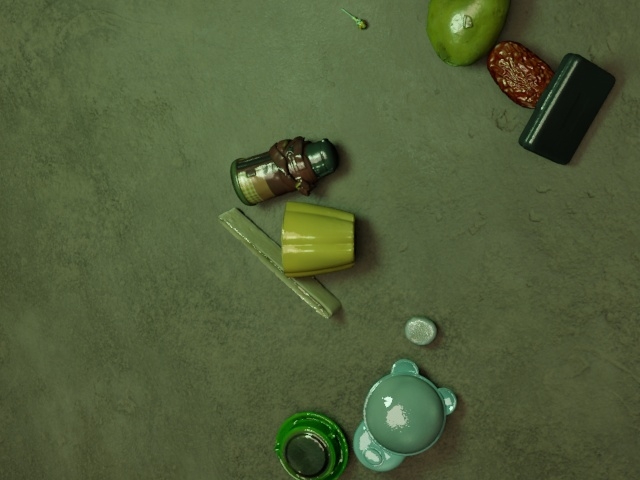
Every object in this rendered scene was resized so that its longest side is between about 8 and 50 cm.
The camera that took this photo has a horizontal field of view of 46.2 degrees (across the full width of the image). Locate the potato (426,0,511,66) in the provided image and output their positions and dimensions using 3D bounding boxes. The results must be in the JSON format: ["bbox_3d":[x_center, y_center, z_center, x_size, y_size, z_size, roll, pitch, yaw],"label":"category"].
[{"bbox_3d":[0.337,-0.527,1.720,0.186,0.148,0.253,11,93,17],"label":"potato"}]

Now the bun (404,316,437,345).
[{"bbox_3d":[0.256,0.230,1.913,0.083,0.045,0.083,2,99,14],"label":"bun"}]

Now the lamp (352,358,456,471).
[{"bbox_3d":[0.196,0.459,1.911,0.209,0.147,0.284,38,108,6],"label":"lamp"}]

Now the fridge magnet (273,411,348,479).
[{"bbox_3d":[-0.026,0.565,2.027,0.208,0.088,0.208,3,99,17],"label":"fridge magnet"}]

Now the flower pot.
[{"bbox_3d":[0.000,0.000,1.898,0.179,0.195,0.195,2,99,4],"label":"flower pot"}]

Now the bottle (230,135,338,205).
[{"bbox_3d":[-0.086,-0.177,1.912,0.271,0.143,0.156,-15,93,18],"label":"bottle"}]

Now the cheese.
[{"bbox_3d":[-0.109,0.058,1.983,0.400,0.085,0.034,41,125,8],"label":"cheese"}]

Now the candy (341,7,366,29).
[{"bbox_3d":[0.082,-0.554,1.870,0.083,0.025,0.023,43,142,20],"label":"candy"}]

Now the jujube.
[{"bbox_3d":[0.460,-0.381,1.725,0.176,0.112,0.109,44,120,10],"label":"jujube"}]

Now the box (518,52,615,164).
[{"bbox_3d":[0.556,-0.292,1.693,0.050,0.160,0.230,45,114,50],"label":"box"}]
